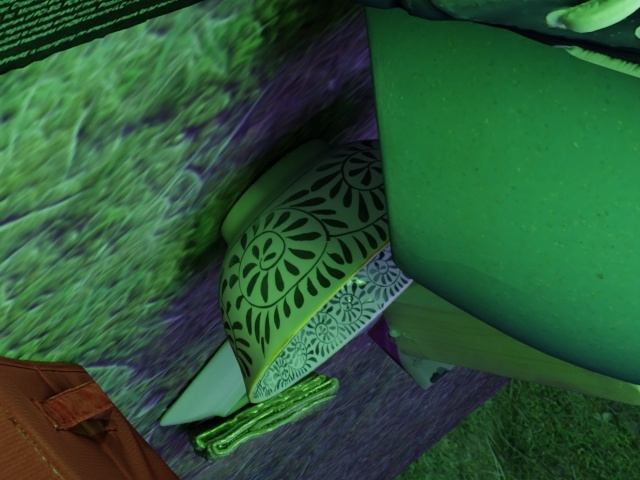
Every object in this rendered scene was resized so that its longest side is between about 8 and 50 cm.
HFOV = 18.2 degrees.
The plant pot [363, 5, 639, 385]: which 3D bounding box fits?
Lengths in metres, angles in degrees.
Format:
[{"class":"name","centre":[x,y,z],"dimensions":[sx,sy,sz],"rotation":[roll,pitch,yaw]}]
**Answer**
[{"class":"plant pot","centre":[0.120,-0.065,0.827],"dimensions":[0.195,0.290,0.290],"rotation":[-6,169,2]}]

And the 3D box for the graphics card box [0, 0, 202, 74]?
[{"class":"graphics card box","centre":[0.025,-0.190,0.337],"dimensions":[0.233,0.094,0.371],"rotation":[-31,163,-51]}]

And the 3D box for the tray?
[{"class":"tray","centre":[0.001,0.054,1.418],"dimensions":[0.145,0.030,0.270],"rotation":[-51,168,30]}]

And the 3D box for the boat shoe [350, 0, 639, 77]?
[{"class":"boat shoe","centre":[0.128,-0.080,0.573],"dimensions":[0.158,0.340,0.127],"rotation":[-17,120,-55]}]

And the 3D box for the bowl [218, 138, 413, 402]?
[{"class":"bowl","centre":[0.000,0.000,1.047],"dimensions":[0.170,0.080,0.170],"rotation":[-42,169,-10]}]

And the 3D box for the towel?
[{"class":"towel","centre":[-0.043,0.126,1.416],"dimensions":[0.110,0.027,0.148],"rotation":[-26,180,-9]}]

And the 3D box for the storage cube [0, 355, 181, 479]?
[{"class":"storage cube","centre":[-0.142,0.188,0.948],"dimensions":[0.215,0.193,0.183],"rotation":[-43,170,3]}]

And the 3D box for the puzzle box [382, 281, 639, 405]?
[{"class":"puzzle box","centre":[0.267,-0.029,1.393],"dimensions":[0.409,0.052,0.272],"rotation":[-33,-159,-25]}]

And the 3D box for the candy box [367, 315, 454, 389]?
[{"class":"candy box","centre":[0.154,-0.001,1.579],"dimensions":[0.233,0.071,0.159],"rotation":[-45,177,-25]}]
